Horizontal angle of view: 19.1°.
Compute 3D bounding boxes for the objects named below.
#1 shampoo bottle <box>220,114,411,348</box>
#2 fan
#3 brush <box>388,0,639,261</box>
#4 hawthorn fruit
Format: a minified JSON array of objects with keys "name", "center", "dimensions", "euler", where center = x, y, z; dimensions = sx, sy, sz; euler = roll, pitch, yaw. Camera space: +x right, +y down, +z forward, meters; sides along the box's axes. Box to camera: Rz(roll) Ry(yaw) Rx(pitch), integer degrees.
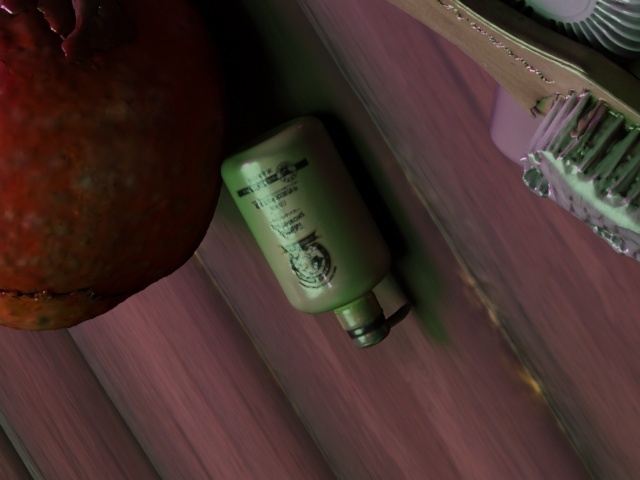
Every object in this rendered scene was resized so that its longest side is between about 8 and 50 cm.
[{"name":"shampoo bottle","center":[0.000,0.000,1.297],"dimensions":[0.079,0.079,0.162],"euler":[-13,107,59]},{"name":"fan","center":[0.131,-0.120,0.998],"dimensions":[0.130,0.074,0.244],"euler":[33,150,17]},{"name":"brush","center":[0.095,-0.079,0.959],"dimensions":[0.327,0.065,0.070],"euler":[38,158,6]},{"name":"hawthorn fruit","center":[-0.179,-0.098,1.312],"dimensions":[0.276,0.276,0.307],"euler":[44,124,22]}]
